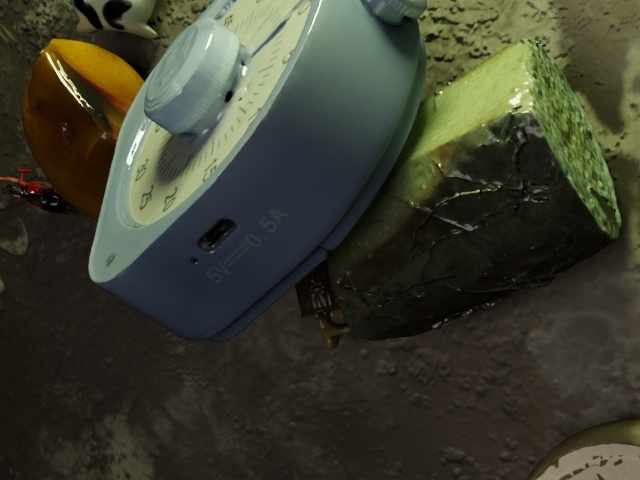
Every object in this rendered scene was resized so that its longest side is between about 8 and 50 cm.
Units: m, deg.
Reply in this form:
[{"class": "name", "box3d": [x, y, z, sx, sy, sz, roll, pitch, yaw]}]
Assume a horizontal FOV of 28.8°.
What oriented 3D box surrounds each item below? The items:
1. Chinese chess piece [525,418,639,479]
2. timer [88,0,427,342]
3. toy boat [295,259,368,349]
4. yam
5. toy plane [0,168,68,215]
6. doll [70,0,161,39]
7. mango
[{"class": "Chinese chess piece", "box3d": [0.289, 0.283, 1.108, 0.249, 0.103, 0.250, 2, 93, 33]}, {"class": "timer", "box3d": [-0.062, -0.128, 1.161, 0.395, 0.173, 0.395, -43, 26, 27]}, {"class": "toy boat", "box3d": [0.000, 0.000, 1.288, 0.068, 0.088, 0.226, -17, 85, 34]}, {"class": "yam", "box3d": [0.127, -0.028, 1.136, 0.271, 0.202, 0.201, -24, 116, 28]}, {"class": "toy plane", "box3d": [-0.353, -0.060, 1.540, 0.145, 0.060, 0.037, 24, 108, 46]}, {"class": "doll", "box3d": [-0.234, -0.323, 1.407, 0.110, 0.107, 0.181, 6, 97, 14]}, {"class": "mango", "box3d": [-0.248, -0.110, 1.423, 0.236, 0.136, 0.166, 53, 133, 14]}]
